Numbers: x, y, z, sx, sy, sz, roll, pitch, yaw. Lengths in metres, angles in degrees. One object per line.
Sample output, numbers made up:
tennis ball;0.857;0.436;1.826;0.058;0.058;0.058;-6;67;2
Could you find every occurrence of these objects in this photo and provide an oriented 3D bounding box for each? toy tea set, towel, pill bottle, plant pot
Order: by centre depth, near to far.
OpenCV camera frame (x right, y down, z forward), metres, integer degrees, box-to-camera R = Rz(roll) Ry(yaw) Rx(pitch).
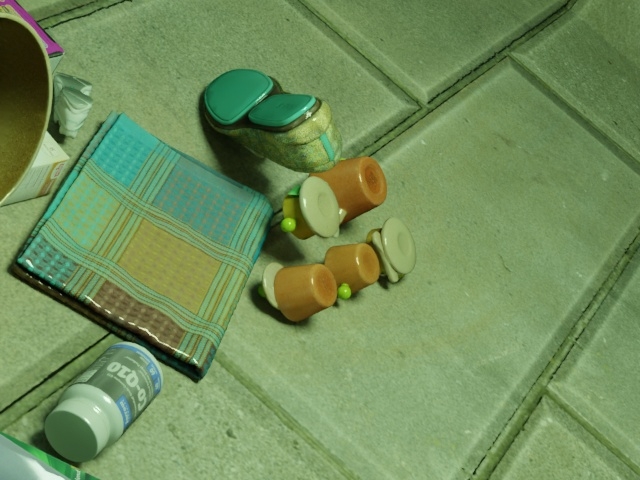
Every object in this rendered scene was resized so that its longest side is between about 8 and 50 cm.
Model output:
pill bottle;-0.232;0.174;1.390;0.078;0.078;0.137;38;34;1
plant pot;-0.464;-0.163;1.390;0.254;0.237;0.237;21;29;21
towel;-0.211;-0.008;1.663;0.271;0.040;0.370;31;34;-8
toy tea set;0.000;0.000;1.816;0.336;0.124;0.200;-26;98;-57

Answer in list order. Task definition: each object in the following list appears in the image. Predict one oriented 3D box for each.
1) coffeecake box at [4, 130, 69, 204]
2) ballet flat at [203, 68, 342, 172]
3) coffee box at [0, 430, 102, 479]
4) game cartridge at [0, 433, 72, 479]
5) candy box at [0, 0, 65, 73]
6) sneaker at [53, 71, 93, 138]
coffeecake box;-0.422;-0.110;1.565;0.142;0.068;0.185;47;34;16
ballet flat;-0.070;-0.164;1.859;0.123;0.123;0.348;16;6;-29
coffee box;-0.289;0.259;1.270;0.184;0.040;0.113;30;36;-11
game cartridge;-0.308;0.290;1.156;0.355;0.068;0.230;34;45;-5
candy box;-0.473;-0.255;1.689;0.159;0.071;0.233;46;34;12
sneaker;-0.341;-0.185;1.748;0.054;0.061;0.152;16;19;-17
